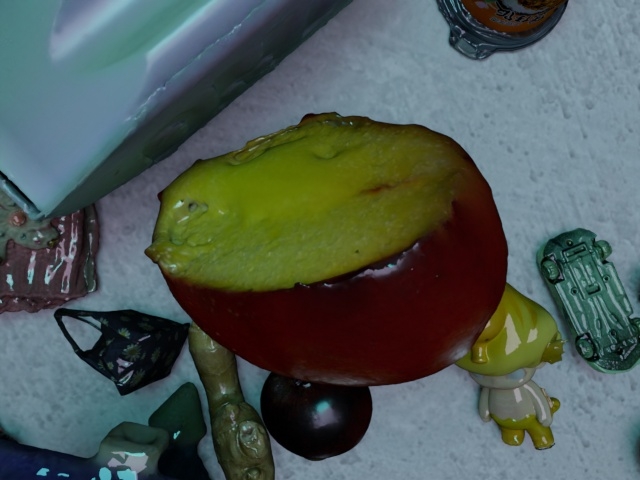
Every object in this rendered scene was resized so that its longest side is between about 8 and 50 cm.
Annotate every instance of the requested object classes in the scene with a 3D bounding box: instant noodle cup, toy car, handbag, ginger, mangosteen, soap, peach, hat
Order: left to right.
[{"bbox_3d":[-0.354,-0.061,0.541,0.237,0.107,0.286,1,90,-37],"label":"hat"},{"bbox_3d":[-0.233,0.107,0.587,0.139,0.115,0.072,20,91,10],"label":"handbag"},{"bbox_3d":[-0.117,-0.217,0.493,0.446,0.261,0.156,-41,100,-4],"label":"soap"},{"bbox_3d":[-0.097,0.188,0.581,0.059,0.133,0.213,-14,87,-19],"label":"ginger"},{"bbox_3d":[-0.003,0.198,0.610,0.140,0.140,0.139,0,94,-7],"label":"mangosteen"},{"bbox_3d":[0.000,0.000,0.523,0.339,0.281,0.280,21,91,-8],"label":"peach"},{"bbox_3d":[0.234,-0.322,0.595,0.178,0.125,0.208,10,93,-8],"label":"instant noodle cup"},{"bbox_3d":[0.339,0.078,0.667,0.094,0.058,0.186,-22,84,-5],"label":"toy car"}]

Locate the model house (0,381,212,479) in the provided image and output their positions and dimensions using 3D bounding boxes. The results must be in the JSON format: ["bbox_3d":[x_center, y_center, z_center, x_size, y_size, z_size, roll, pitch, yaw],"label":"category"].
[{"bbox_3d":[-0.211,0.284,0.488,0.245,0.312,0.279,15,93,-2],"label":"model house"}]

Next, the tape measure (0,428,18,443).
[{"bbox_3d":[-0.458,0.266,0.556,0.253,0.114,0.260,-38,97,-3],"label":"tape measure"}]

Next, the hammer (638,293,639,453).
[{"bbox_3d":[0.481,0.174,0.672,0.202,0.113,0.305,-23,91,-8],"label":"hammer"}]

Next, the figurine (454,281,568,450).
[{"bbox_3d":[0.221,0.142,0.633,0.156,0.131,0.246,-7,115,33],"label":"figurine"}]
